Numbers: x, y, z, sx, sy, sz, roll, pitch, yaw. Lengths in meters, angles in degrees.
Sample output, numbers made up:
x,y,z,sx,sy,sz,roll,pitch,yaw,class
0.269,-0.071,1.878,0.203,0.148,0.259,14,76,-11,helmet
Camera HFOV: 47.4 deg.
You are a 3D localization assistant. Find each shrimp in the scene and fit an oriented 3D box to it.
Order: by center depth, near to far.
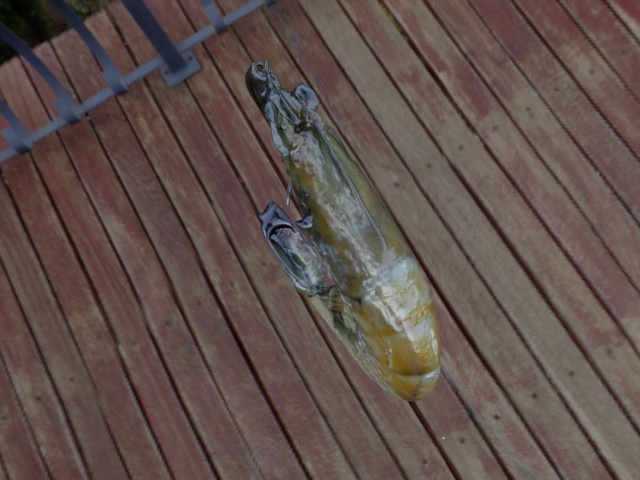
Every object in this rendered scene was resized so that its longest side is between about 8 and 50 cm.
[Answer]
x,y,z,sx,sy,sz,roll,pitch,yaw,class
0.000,0.000,0.440,0.051,0.150,0.217,-29,101,-20,shrimp
